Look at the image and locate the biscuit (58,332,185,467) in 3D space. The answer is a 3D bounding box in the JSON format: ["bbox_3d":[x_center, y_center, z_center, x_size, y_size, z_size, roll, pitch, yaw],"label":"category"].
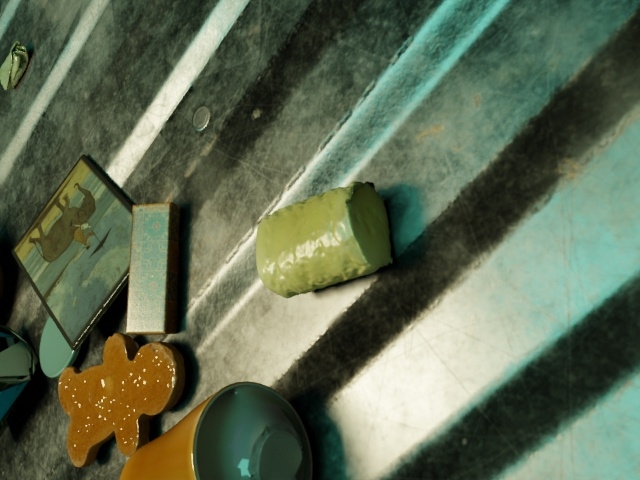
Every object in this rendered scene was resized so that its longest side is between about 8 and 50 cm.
[{"bbox_3d":[-0.335,0.265,1.018,0.324,0.049,0.205,-34,63,30],"label":"biscuit"}]

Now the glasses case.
[{"bbox_3d":[-0.278,0.048,1.007,0.075,0.049,0.218,-3,79,13],"label":"glasses case"}]

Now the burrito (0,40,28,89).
[{"bbox_3d":[-0.768,-0.440,1.504,0.118,0.044,0.074,-40,62,28],"label":"burrito"}]

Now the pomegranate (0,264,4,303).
[{"bbox_3d":[-0.866,0.112,1.294,0.290,0.323,0.291,1,92,17],"label":"pomegranate"}]

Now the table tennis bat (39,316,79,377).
[{"bbox_3d":[-0.484,0.172,1.165,0.237,0.038,0.149,-40,51,28],"label":"table tennis bat"}]

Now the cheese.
[{"bbox_3d":[0.000,0.000,0.770,0.167,0.094,0.123,-18,72,35],"label":"cheese"}]

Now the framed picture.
[{"bbox_3d":[-0.464,0.008,1.157,0.265,0.016,0.347,-52,54,3],"label":"framed picture"}]

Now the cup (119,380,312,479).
[{"bbox_3d":[-0.133,0.322,0.789,0.264,0.182,0.226,-32,94,38],"label":"cup"}]

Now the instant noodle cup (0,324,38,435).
[{"bbox_3d":[-0.706,0.282,1.212,0.178,0.240,0.240,-50,55,11],"label":"instant noodle cup"}]
